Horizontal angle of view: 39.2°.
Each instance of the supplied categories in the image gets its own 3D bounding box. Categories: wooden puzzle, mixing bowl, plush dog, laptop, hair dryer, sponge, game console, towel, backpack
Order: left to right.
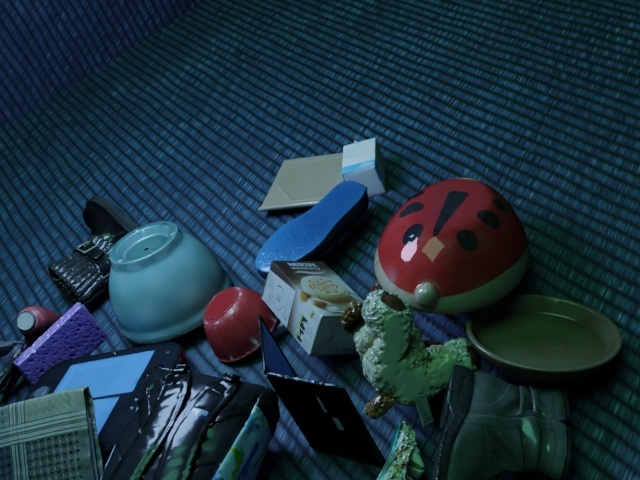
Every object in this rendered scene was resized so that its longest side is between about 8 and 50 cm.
[{"bbox_3d":[-0.727,0.257,2.195,0.080,0.224,0.293,35,38,13],"label":"hair dryer"},{"bbox_3d":[-0.569,0.474,1.800,0.324,0.056,0.312,-16,74,20],"label":"towel"},{"bbox_3d":[-0.625,0.261,2.163,0.031,0.117,0.210,17,54,45],"label":"sponge"},{"bbox_3d":[-0.501,0.355,1.960,0.386,0.060,0.342,-12,23,20],"label":"game console"},{"bbox_3d":[-0.259,0.437,1.650,0.290,0.273,0.355,5,32,19],"label":"backpack"},{"bbox_3d":[-0.194,0.170,2.003,0.181,0.098,0.181,-28,31,19],"label":"mixing bowl"},{"bbox_3d":[-0.029,-0.150,2.371,0.221,0.044,0.239,-4,38,27],"label":"wooden puzzle"},{"bbox_3d":[0.000,0.278,1.674,0.264,0.234,0.136,4,47,35],"label":"laptop"},{"bbox_3d":[0.142,0.214,1.697,0.211,0.262,0.225,-56,13,7],"label":"plush dog"}]

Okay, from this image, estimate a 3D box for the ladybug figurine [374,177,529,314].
[{"bbox_3d":[0.266,-0.003,1.804,0.305,0.162,0.449,6,26,15],"label":"ladybug figurine"}]

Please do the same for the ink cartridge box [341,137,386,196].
[{"bbox_3d":[0.112,-0.188,2.283,0.090,0.092,0.143,-13,39,16],"label":"ink cartridge box"}]

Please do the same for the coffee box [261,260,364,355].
[{"bbox_3d":[-0.007,0.139,1.909,0.141,0.098,0.246,2,24,-32],"label":"coffee box"}]

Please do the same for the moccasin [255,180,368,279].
[{"bbox_3d":[0.000,0.000,2.114,0.342,0.117,0.137,-36,50,-21],"label":"moccasin"}]

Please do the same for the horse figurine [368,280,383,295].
[{"bbox_3d":[0.209,0.093,1.912,0.263,0.066,0.174,-13,39,17],"label":"horse figurine"}]

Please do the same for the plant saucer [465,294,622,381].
[{"bbox_3d":[0.404,0.178,1.637,0.277,0.041,0.278,-2,24,1],"label":"plant saucer"}]

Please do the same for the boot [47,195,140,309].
[{"bbox_3d":[-0.627,0.025,2.436,0.260,0.131,0.348,-40,39,-17],"label":"boot"}]

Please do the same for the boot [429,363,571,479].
[{"bbox_3d":[0.299,0.363,1.465,0.222,0.118,0.338,13,56,6],"label":"boot"}]

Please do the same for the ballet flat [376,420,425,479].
[{"bbox_3d":[0.138,0.406,1.555,0.077,0.091,0.241,23,30,9],"label":"ballet flat"}]

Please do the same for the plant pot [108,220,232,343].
[{"bbox_3d":[-0.383,0.079,2.137,0.293,0.196,0.293,-17,29,10],"label":"plant pot"}]

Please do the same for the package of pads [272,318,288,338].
[{"bbox_3d":[-0.081,0.181,2.007,0.083,0.032,0.050,-29,37,-5],"label":"package of pads"}]
